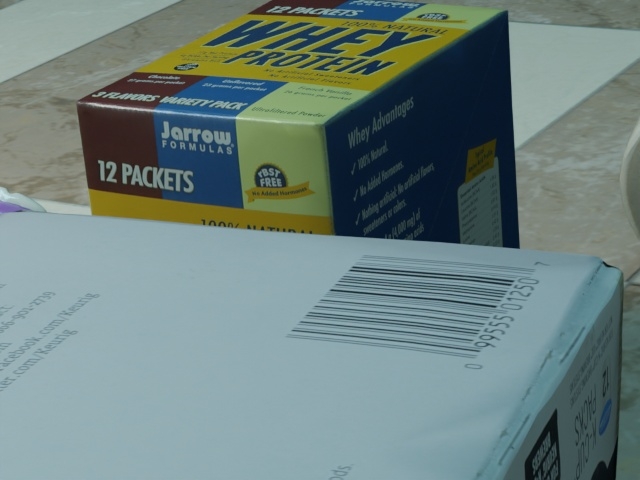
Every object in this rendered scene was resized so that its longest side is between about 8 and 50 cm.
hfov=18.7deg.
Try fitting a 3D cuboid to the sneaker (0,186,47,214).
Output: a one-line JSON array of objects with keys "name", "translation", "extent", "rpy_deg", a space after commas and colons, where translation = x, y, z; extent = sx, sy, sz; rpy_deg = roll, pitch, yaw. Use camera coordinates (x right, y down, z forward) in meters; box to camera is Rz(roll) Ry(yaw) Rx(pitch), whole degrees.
[{"name": "sneaker", "translation": [-0.261, 0.039, 1.108], "extent": [0.236, 0.095, 0.104], "rpy_deg": [-11, 28, -1]}]

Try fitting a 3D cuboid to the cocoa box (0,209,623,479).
[{"name": "cocoa box", "translation": [-0.062, 0.156, 0.540], "extent": [0.231, 0.228, 0.347], "rpy_deg": [5, 20, 19]}]

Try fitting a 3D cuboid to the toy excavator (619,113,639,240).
[{"name": "toy excavator", "translation": [0.439, -0.094, 1.037], "extent": [0.445, 0.433, 0.222], "rpy_deg": [28, 29, 6]}]

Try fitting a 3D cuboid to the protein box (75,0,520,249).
[{"name": "protein box", "translation": [0.000, 0.000, 0.977], "extent": [0.136, 0.201, 0.200], "rpy_deg": [7, 25, 29]}]
